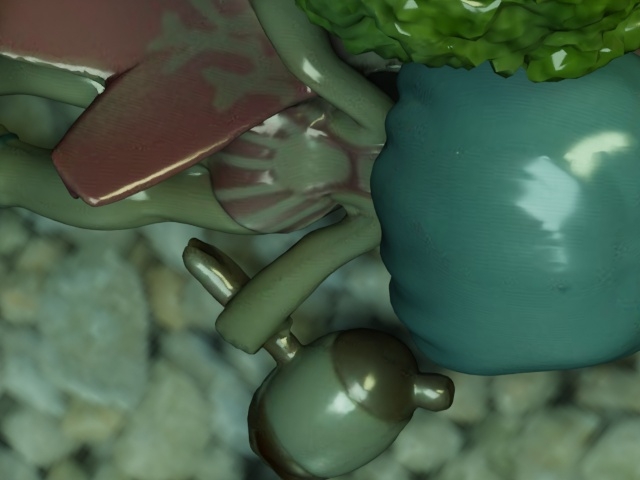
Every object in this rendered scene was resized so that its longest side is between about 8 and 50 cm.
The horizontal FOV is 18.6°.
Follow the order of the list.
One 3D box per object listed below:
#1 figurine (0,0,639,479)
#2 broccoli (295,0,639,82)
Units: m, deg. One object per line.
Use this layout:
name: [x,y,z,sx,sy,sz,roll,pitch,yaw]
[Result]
figurine: [-0.004,-0.003,0.589,0.260,0.103,0.205,8,104,20]
broccoli: [0.111,-0.180,0.506,0.302,0.186,0.254,-13,101,-28]
